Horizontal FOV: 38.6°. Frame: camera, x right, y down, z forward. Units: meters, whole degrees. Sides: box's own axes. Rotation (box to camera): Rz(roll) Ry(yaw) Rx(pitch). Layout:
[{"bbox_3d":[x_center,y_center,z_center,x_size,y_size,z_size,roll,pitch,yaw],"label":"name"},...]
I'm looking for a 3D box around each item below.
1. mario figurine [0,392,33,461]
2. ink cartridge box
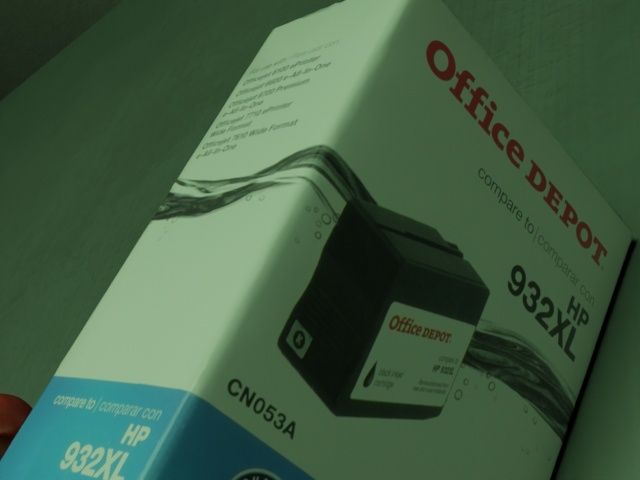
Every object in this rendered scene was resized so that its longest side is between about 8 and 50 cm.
[{"bbox_3d":[-0.249,0.260,0.706,0.320,0.198,0.170,-110,37,-48],"label":"mario figurine"},{"bbox_3d":[0.018,0.057,0.471,0.129,0.223,0.307,-7,48,50],"label":"ink cartridge box"}]
